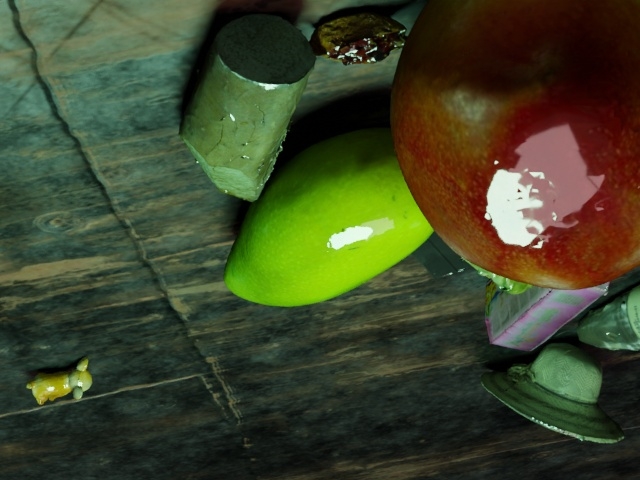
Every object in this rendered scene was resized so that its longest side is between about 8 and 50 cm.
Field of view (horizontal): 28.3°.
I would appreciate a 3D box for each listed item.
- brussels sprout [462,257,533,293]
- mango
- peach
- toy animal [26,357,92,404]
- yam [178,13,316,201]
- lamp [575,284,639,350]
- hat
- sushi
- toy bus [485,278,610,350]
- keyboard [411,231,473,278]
[{"bbox_3d":[0.224,-0.018,1.526,0.149,0.151,0.122,36,101,-23],"label":"brussels sprout"},{"bbox_3d":[-0.001,-0.012,1.413,0.192,0.156,0.343,-9,161,-39],"label":"mango"},{"bbox_3d":[0.203,-0.111,1.139,0.308,0.307,0.332,-16,168,11],"label":"peach"},{"bbox_3d":[-0.366,0.200,1.809,0.083,0.060,0.081,-16,155,29],"label":"toy animal"},{"bbox_3d":[-0.083,-0.116,1.259,0.106,0.106,0.259,0,150,-19],"label":"yam"},{"bbox_3d":[0.485,0.114,1.897,0.101,0.101,0.250,11,158,-35],"label":"lamp"},{"bbox_3d":[0.389,0.221,2.033,0.252,0.252,0.110,12,103,-37],"label":"hat"},{"bbox_3d":[0.037,-0.189,1.214,0.099,0.047,0.050,-13,156,8],"label":"sushi"},{"bbox_3d":[0.303,0.055,1.678,0.090,0.112,0.274,12,155,-9],"label":"toy bus"},{"bbox_3d":[0.147,0.007,1.664,0.064,0.010,0.198,-18,152,18],"label":"keyboard"}]
